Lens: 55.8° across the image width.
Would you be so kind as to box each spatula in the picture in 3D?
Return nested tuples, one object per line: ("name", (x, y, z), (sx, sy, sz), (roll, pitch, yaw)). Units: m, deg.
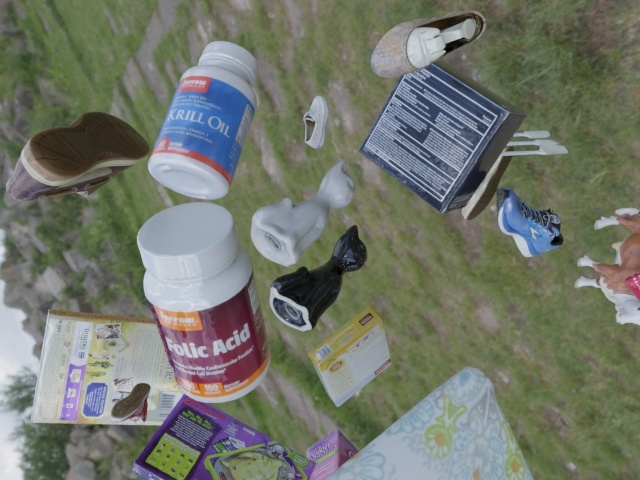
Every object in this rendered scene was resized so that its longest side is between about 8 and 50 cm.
("spatula", (0.663, -0.319, 1.973), (0.168, 0.242, 0.019), (-100, 10, -49))

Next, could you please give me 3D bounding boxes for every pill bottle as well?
("pill bottle", (-0.239, 0.133, 1.269), (0.224, 0.224, 0.392), (39, 146, 45))
("pill bottle", (-0.168, -0.185, 0.916), (0.124, 0.222, 0.124), (12, 160, 5))

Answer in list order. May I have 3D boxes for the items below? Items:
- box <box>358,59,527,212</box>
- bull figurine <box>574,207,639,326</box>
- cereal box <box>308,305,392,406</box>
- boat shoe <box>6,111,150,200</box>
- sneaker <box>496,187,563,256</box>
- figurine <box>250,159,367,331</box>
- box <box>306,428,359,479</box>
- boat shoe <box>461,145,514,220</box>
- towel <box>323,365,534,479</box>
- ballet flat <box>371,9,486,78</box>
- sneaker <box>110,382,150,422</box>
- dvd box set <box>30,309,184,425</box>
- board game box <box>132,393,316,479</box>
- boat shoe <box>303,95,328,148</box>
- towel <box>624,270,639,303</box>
("box", (0.311, -0.278, 1.556), (0.296, 0.182, 0.294), (41, 119, 21))
("bull figurine", (0.691, 0.055, 1.356), (0.188, 0.310, 0.101), (19, 156, 37))
("cereal box", (0.073, 0.267, 1.363), (0.047, 0.173, 0.240), (45, 163, 34))
("boat shoe", (-0.443, -0.146, 1.120), (0.123, 0.123, 0.342), (47, -158, -8))
("sneaker", (0.626, -0.066, 1.795), (0.147, 0.130, 0.330), (-15, 145, 36))
("figurine", (0.000, 0.000, 0.968), (0.092, 0.209, 0.215), (17, 133, 36))
("box", (0.070, 0.675, 1.614), (0.213, 0.117, 0.243), (49, -168, -14))
("boat shoe", (0.574, -0.217, 2.149), (0.098, 0.109, 0.302), (35, 110, 32))
("towel", (0.173, 0.407, 0.797), (0.090, 0.320, 0.375), (-17, 98, 53))
("ballet flat", (0.246, -0.437, 1.307), (0.106, 0.316, 0.108), (15, 132, 50))
("sneaker", (-0.354, 0.322, 1.128), (0.118, 0.042, 0.067), (-51, -26, -71))
("dvd box set", (-0.560, 0.362, 1.693), (0.062, 0.420, 0.308), (-154, 74, -65))
("board game box", (-0.203, 0.495, 1.320), (0.346, 0.208, 0.056), (27, 135, 6))
("boat shoe", (-0.012, -0.209, 1.046), (0.035, 0.035, 0.100), (-11, 68, 47))
("towel", (0.625, 0.059, 0.901), (0.199, 0.274, 0.031), (43, -147, -33))
